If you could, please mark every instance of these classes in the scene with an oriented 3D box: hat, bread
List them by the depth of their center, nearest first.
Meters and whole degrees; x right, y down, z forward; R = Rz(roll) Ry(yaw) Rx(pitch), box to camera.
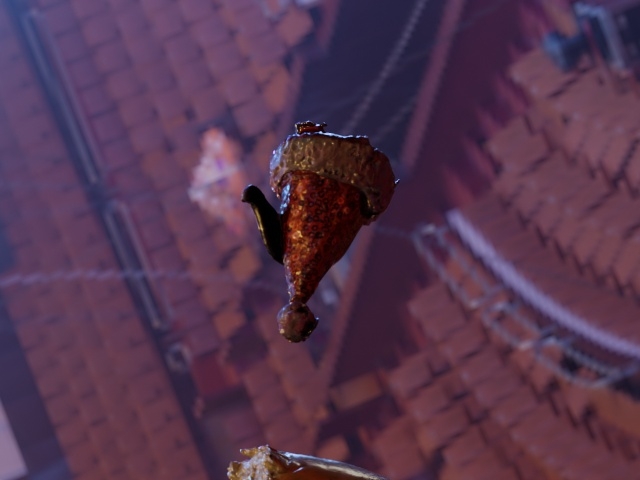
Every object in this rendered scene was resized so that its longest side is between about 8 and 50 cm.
[{"bbox_3d":[0.000,0.255,1.820,0.134,0.173,0.085,139,142,-57],"label":"bread"},{"bbox_3d":[-0.002,0.001,1.838,0.140,0.129,0.227,63,-145,-56],"label":"hat"}]
